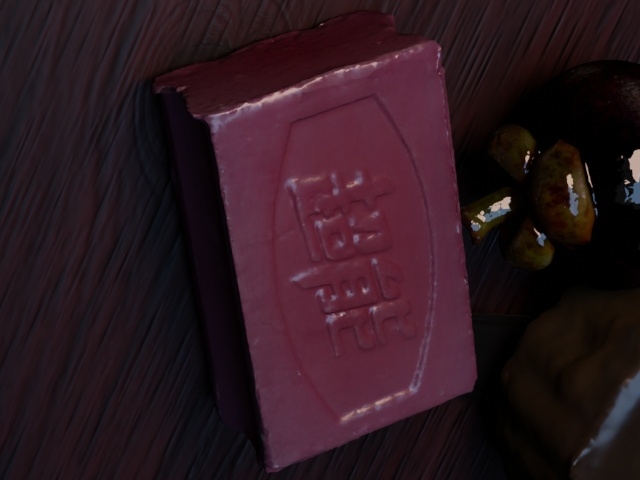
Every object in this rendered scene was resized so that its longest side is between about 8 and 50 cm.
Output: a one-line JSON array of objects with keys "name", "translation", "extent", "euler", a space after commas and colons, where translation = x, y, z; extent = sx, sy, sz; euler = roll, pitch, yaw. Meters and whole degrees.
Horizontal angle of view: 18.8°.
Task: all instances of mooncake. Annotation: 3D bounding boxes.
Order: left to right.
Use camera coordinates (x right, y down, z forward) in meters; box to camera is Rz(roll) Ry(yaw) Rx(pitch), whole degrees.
[{"name": "mooncake", "translation": [0.327, 0.166, 1.882], "extent": [0.324, 0.187, 0.324], "euler": [-13, 123, -21]}]

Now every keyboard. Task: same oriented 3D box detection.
[{"name": "keyboard", "translation": [0.207, 0.113, 1.923], "extent": [0.230, 0.025, 0.094], "euler": [5, 111, -28]}]

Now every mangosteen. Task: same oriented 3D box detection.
[{"name": "mangosteen", "translation": [0.234, -0.052, 1.756], "extent": [0.250, 0.211, 0.211], "euler": [-14, 118, -15]}]

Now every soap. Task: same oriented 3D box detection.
[{"name": "soap", "translation": [0.000, 0.000, 1.711], "extent": [0.233, 0.128, 0.360], "euler": [-20, 120, -20]}]
